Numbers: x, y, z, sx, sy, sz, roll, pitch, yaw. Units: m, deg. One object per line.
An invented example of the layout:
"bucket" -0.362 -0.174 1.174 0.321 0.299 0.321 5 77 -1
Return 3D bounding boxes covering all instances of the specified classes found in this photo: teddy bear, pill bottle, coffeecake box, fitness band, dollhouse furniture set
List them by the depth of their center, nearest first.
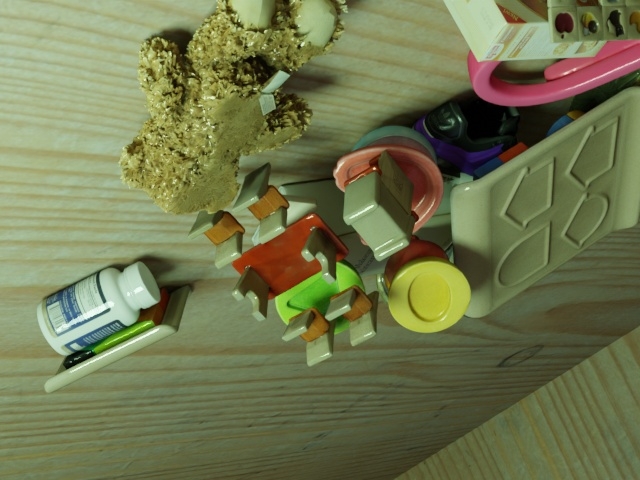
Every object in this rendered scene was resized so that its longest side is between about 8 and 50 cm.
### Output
"teddy bear" -0.110 -0.179 1.188 0.245 0.113 0.338 -16 148 -30
"coffeecake box" 0.242 -0.288 1.205 0.185 0.142 0.068 -9 152 -30
"dollhouse furniture set" 0.000 0.000 1.367 0.259 0.135 0.262 -29 116 25
"fitness band" 0.340 -0.264 1.381 0.291 0.054 0.209 -22 158 32
"pill bottle" -0.333 0.099 1.544 0.169 0.094 0.094 -26 156 6

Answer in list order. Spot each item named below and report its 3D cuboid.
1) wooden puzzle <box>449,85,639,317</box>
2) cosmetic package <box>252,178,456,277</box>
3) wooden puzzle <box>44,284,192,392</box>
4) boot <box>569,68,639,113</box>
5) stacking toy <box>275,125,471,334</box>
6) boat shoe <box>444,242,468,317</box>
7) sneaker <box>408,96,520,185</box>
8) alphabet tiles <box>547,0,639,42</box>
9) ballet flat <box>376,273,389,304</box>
"wooden puzzle" 0.349 -0.063 1.588 0.348 0.080 0.322 -27 141 -13
"cosmetic package" 0.066 -0.021 1.635 0.309 0.113 0.160 -11 153 -28
"wooden puzzle" -0.317 0.145 1.615 0.221 0.044 0.238 -26 -169 6
"boot" 0.558 -0.252 1.629 0.270 0.089 0.236 -12 154 -28
"stacking toy" 0.058 -0.011 1.487 0.280 0.130 0.309 -11 118 4
"boat shoe" 0.333 -0.012 1.768 0.355 0.130 0.132 -47 177 6
"sneaker" 0.260 -0.151 1.549 0.293 0.102 0.146 3 144 -45
"alphabet tiles" 0.349 -0.332 1.182 0.237 0.198 0.009 -8 -173 -31
"ballet flat" 0.190 0.091 1.993 0.123 0.123 0.348 -39 150 31
